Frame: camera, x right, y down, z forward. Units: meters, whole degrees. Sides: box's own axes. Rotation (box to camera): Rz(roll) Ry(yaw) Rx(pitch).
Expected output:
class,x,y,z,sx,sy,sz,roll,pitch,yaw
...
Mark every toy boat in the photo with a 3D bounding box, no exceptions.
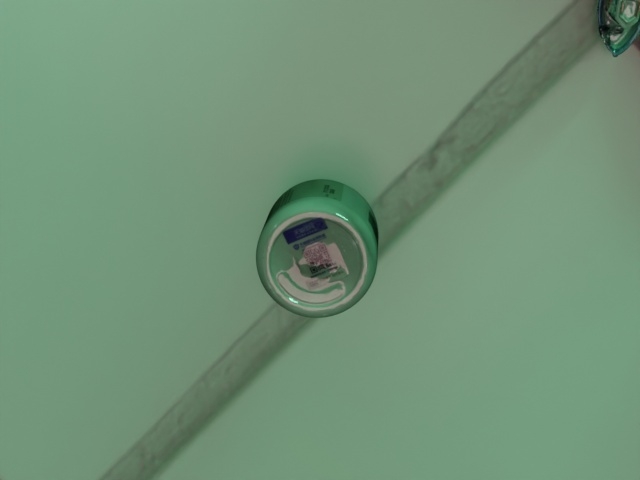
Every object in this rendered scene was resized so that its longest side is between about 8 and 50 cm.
class,x,y,z,sx,sy,sz,roll,pitch,yaw
toy boat,0.351,-0.280,1.571,0.059,0.066,0.140,7,105,-2

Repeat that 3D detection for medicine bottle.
class,x,y,z,sx,sy,sz,roll,pitch,yaw
medicine bottle,0.000,0.000,1.578,0.135,0.215,0.135,1,103,3
